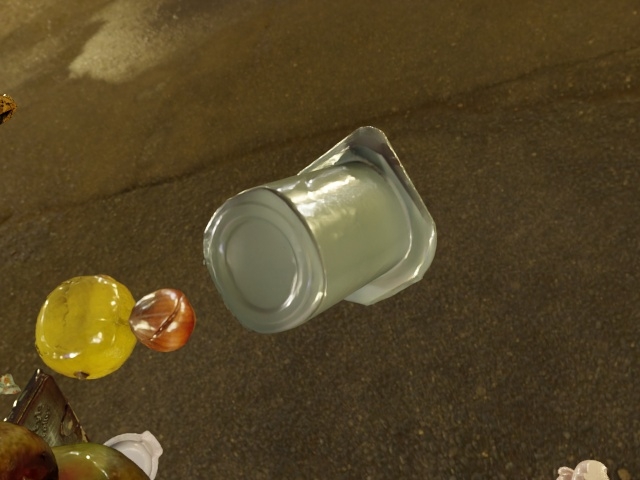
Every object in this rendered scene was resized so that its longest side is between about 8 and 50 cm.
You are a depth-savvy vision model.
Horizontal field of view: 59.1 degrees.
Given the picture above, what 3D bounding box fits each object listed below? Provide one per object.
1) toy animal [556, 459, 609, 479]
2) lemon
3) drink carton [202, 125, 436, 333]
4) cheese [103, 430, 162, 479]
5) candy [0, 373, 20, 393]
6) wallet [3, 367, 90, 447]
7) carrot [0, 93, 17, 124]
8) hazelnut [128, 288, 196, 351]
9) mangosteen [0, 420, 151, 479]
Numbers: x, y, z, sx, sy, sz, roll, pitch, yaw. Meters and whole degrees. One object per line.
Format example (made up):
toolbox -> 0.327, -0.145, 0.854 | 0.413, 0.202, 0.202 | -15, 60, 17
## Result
toy animal -> 0.637, 0.647, 1.439 | 0.212, 0.124, 0.124 | -52, 32, 33
lemon -> -0.667, 0.246, 1.625 | 0.297, 0.297, 0.297 | -13, 45, 13
drink carton -> 0.000, 0.000, 0.611 | 0.185, 0.191, 0.190 | -29, -3, 34
cheese -> -0.432, 0.493, 1.149 | 0.245, 0.135, 0.052 | -39, 6, -35
candy -> -0.616, 0.291, 1.010 | 0.046, 0.053, 0.182 | -28, 3, 26
wallet -> -0.426, 0.317, 0.896 | 0.031, 0.232, 0.121 | 5, 43, 9
carrot -> -0.662, -0.206, 1.047 | 0.069, 0.069, 0.228 | 0, 39, 25
hazelnut -> -0.427, 0.210, 1.538 | 0.182, 0.182, 0.182 | -13, 45, 13
mangosteen -> -0.345, 0.321, 0.451 | 0.381, 0.381, 0.421 | 29, 74, 41
